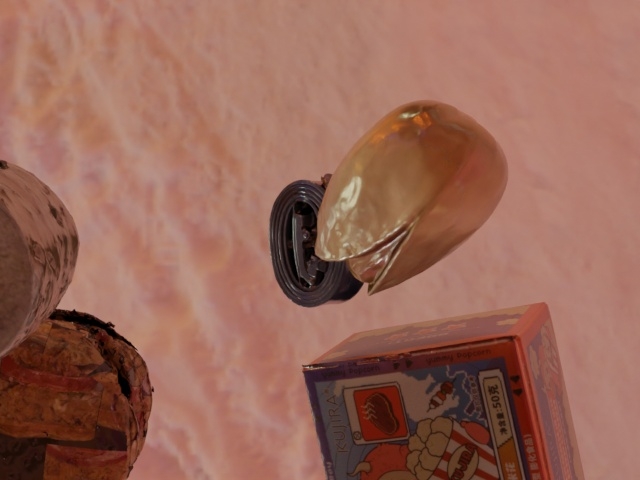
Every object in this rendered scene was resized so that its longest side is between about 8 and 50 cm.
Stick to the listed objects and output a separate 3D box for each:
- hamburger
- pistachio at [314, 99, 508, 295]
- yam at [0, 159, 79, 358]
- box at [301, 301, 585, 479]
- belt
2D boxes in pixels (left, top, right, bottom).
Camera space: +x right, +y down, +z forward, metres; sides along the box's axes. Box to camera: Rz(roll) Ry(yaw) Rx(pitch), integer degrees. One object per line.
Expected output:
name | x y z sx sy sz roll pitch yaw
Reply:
hamburger | -0.286 0.179 1.184 0.231 0.107 0.231 0 105 -2
pistachio | 0.109 -0.050 1.434 0.299 0.187 0.187 -49 62 38
yam | -0.180 0.009 0.568 0.194 0.107 0.107 -155 67 -82
box | 0.184 0.295 1.621 0.319 0.257 0.348 -10 94 22
belt | 0.000 0.000 1.671 0.141 0.082 0.190 -6 89 35
